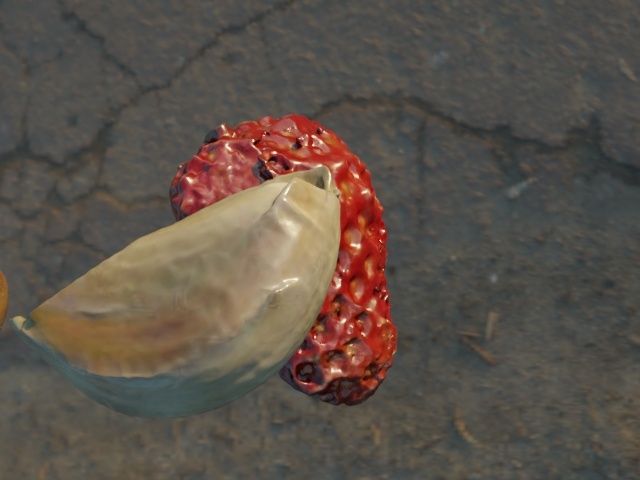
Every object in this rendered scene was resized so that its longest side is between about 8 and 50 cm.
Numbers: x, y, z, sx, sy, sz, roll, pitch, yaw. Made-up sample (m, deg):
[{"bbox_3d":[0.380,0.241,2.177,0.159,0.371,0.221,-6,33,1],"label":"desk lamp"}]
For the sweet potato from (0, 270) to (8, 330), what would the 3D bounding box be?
[{"bbox_3d":[-0.301,0.085,1.144,0.068,0.068,0.226,-17,35,35],"label":"sweet potato"}]

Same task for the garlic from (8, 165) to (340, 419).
[{"bbox_3d":[-0.062,0.038,0.778,0.195,0.087,0.101,-30,82,-3],"label":"garlic"}]

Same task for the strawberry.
[{"bbox_3d":[0.000,0.000,1.069,0.111,0.190,0.236,-41,67,33],"label":"strawberry"}]
